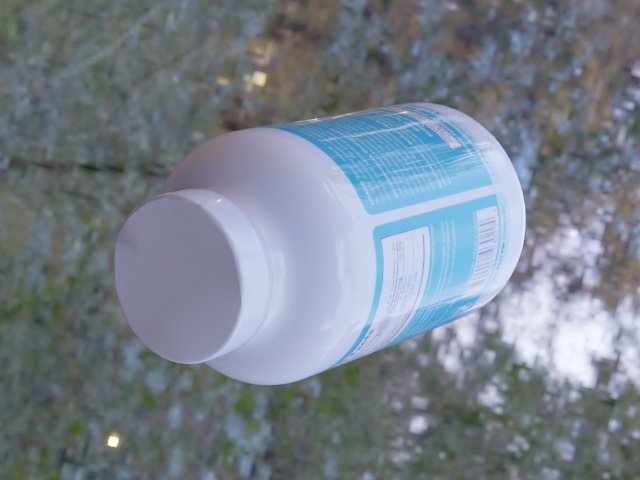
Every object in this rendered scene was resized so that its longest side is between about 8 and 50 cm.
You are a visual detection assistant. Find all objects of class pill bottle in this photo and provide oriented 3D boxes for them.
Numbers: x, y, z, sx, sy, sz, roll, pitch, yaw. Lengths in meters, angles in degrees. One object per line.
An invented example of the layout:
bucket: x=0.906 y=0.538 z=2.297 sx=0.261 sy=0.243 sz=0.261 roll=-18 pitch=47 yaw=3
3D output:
pill bottle: x=0.000 y=0.000 z=0.929 sx=0.264 sy=0.146 sz=0.146 roll=-14 pitch=127 yaw=-53
